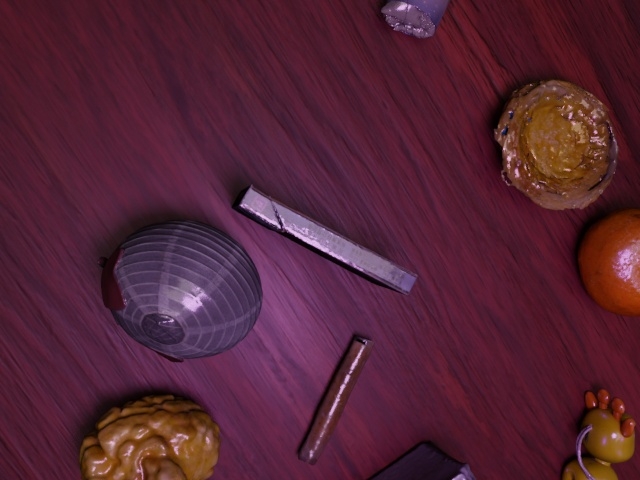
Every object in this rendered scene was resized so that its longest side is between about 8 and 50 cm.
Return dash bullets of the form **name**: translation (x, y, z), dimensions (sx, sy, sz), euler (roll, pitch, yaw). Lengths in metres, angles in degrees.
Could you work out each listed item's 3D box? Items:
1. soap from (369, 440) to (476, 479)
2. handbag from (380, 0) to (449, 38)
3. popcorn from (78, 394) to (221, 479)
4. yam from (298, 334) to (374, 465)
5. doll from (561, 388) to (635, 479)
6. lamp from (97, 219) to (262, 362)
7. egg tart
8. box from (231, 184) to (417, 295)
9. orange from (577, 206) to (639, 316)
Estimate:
- **soap**: translation (0.131, 0.634, 1.082), dimensions (0.435, 0.213, 0.350), euler (-30, 100, -10)
- **handbag**: translation (0.190, -0.471, 1.138), dimensions (0.117, 0.095, 0.173), euler (26, 78, -6)
- **popcorn**: translation (-0.279, 0.366, 0.993), dimensions (0.226, 0.203, 0.200), euler (34, 94, -29)
- **yam**: translation (0.030, 0.306, 1.137), dimensions (0.046, 0.046, 0.264), euler (28, 86, -12)
- **doll**: translation (0.580, 0.419, 1.224), dimensions (0.135, 0.143, 0.220), euler (5, 101, -11)
- **lamp**: translation (-0.230, 0.082, 0.981), dimensions (0.265, 0.233, 0.233), euler (43, 82, -12)
- **egg tart**: translation (0.460, -0.186, 1.194), dimensions (0.291, 0.107, 0.290), euler (1, 87, -16)
- **box**: translation (-0.001, 0.000, 1.055), dimensions (0.325, 0.180, 0.047), euler (28, 86, -12)
- **orange**: translation (0.635, 0.044, 1.203), dimensions (0.224, 0.170, 0.224), euler (1, 101, 7)
